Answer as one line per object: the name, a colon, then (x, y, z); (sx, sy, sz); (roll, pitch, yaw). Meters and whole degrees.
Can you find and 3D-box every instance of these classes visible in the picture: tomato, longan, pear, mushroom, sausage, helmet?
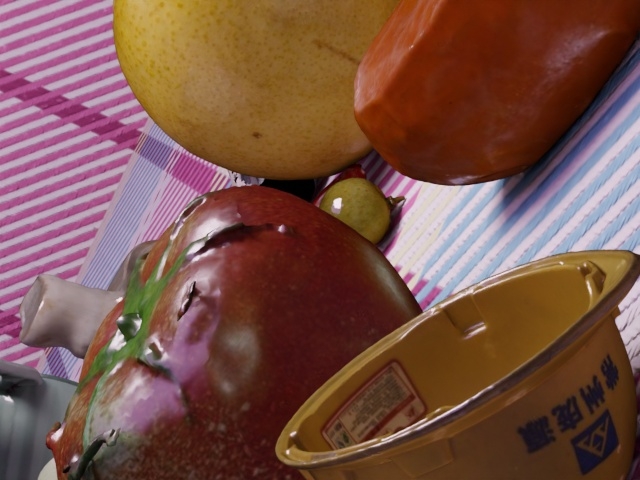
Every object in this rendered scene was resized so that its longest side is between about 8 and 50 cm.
tomato: (-0.045, 0.117, 1.229); (0.303, 0.239, 0.303); (-52, 16, 23)
longan: (0.038, -0.026, 1.548); (0.083, 0.075, 0.075); (-20, 25, 7)
pear: (-0.052, -0.213, 1.666); (0.314, 0.314, 0.314); (-58, 16, 28)
mushroom: (-0.245, 0.100, 2.037); (0.243, 0.243, 0.243); (-58, 16, 28)
sausage: (0.131, -0.149, 1.234); (0.268, 0.141, 0.153); (-53, 19, 35)
helmet: (0.101, 0.112, 0.933); (0.205, 0.140, 0.257); (-37, 11, -28)

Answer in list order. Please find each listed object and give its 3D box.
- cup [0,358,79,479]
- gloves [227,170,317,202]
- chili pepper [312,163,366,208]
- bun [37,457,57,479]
cup: (-0.352, 0.337, 1.743); (0.310, 0.401, 0.392); (-32, 32, 20)
gloves: (-0.052, -0.112, 1.928); (0.212, 0.111, 0.127); (-91, 10, -55)
chili pepper: (-0.001, -0.001, 1.652); (0.169, 0.065, 0.088); (-62, 15, 2)
bun: (-0.153, 0.318, 1.453); (0.293, 0.187, 0.293); (-179, 90, -82)
